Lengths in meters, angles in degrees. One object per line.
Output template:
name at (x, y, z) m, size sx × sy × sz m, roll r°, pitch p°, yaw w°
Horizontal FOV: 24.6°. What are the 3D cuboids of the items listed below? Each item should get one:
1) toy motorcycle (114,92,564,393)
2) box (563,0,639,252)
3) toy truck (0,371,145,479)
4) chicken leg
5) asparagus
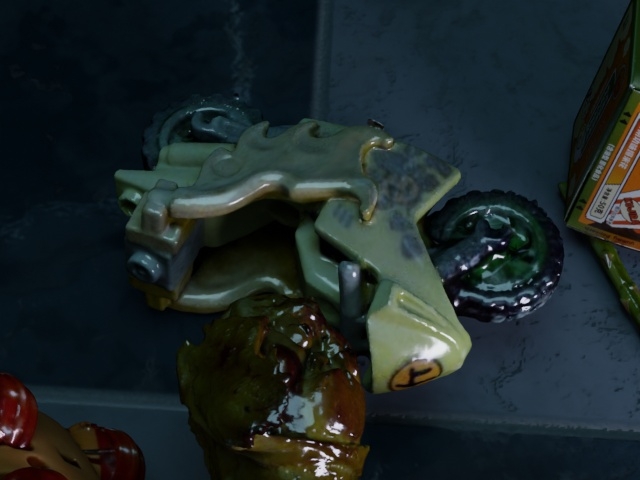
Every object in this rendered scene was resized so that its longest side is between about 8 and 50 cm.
toy motorcycle at (0.000, 0.000, 1.305) m, size 0.410 × 0.168 × 0.237 m, roll 21°, pitch 52°, yaw 17°
box at (0.339, -0.099, 1.349) m, size 0.178 × 0.195 × 0.148 m, roll 14°, pitch 52°, yaw -2°
toy truck at (-0.242, 0.254, 1.113) m, size 0.239 × 0.189 × 0.265 m, roll -47°, pitch 45°, yaw 7°
chicken leg at (-0.034, 0.185, 1.071) m, size 0.140 × 0.211 × 0.361 m, roll -4°, pitch 49°, yaw 6°
asparagus at (0.285, 0.040, 1.372) m, size 0.024 × 0.025 × 0.248 m, roll 14°, pitch 42°, yaw -47°
